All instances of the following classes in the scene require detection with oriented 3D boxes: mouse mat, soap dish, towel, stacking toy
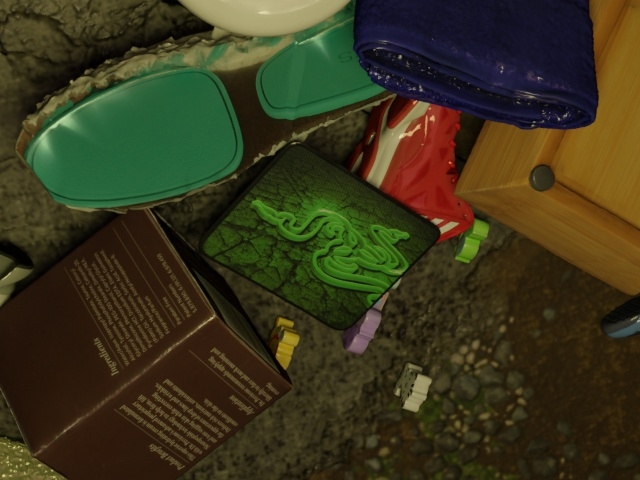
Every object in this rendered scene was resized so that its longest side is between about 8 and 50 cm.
[{"bbox_3d":[0.000,0.000,1.412,0.190,0.007,0.152,30,116,-28],"label":"mouse mat"},{"bbox_3d":[0.285,-0.121,1.424,0.229,0.118,0.291,28,84,-23],"label":"soap dish"},{"bbox_3d":[-0.287,0.253,1.508,0.148,0.027,0.110,15,103,-15],"label":"towel"},{"bbox_3d":[0.057,0.053,1.505,0.167,0.052,0.221,19,102,-17],"label":"stacking toy"},{"bbox_3d":[0.135,-0.248,1.330,0.228,0.076,0.308,16,60,-20],"label":"towel"}]

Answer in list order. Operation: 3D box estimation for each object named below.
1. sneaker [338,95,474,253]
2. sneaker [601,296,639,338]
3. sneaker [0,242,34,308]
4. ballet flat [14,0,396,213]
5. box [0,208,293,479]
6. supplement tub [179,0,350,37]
[{"bbox_3d":[0.110,-0.089,1.453,0.128,0.087,0.221,32,94,-23],"label":"sneaker"},{"bbox_3d":[0.366,0.084,1.578,0.144,0.053,0.059,-15,104,-6],"label":"sneaker"},{"bbox_3d":[-0.437,0.013,1.348,0.330,0.122,0.146,28,98,-18],"label":"sneaker"},{"bbox_3d":[-0.081,-0.137,1.367,0.409,0.147,0.147,-20,111,-13],"label":"ballet flat"},{"bbox_3d":[-0.171,0.109,1.382,0.203,0.167,0.168,-37,143,2],"label":"box"},{"bbox_3d":[-0.064,-0.282,1.253,0.191,0.272,0.191,-4,108,-11],"label":"supplement tub"}]
